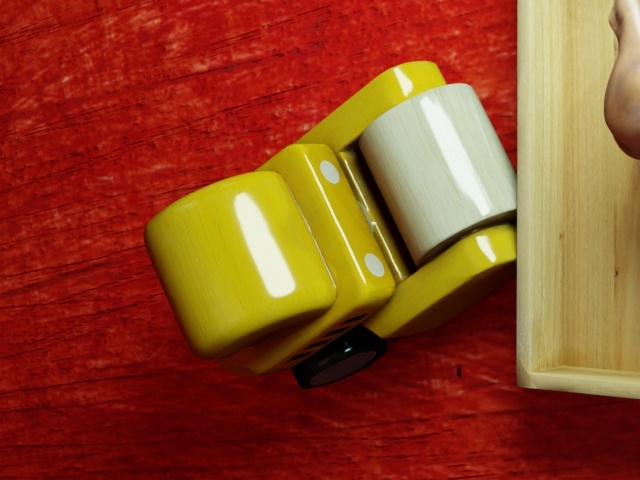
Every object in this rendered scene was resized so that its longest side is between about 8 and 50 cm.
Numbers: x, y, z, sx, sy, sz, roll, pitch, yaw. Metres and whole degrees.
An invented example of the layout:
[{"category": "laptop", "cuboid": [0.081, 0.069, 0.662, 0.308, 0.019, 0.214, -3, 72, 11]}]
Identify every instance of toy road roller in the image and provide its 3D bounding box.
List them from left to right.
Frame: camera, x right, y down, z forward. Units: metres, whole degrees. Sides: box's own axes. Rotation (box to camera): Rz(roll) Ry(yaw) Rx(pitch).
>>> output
[{"category": "toy road roller", "cuboid": [0.000, 0.000, 1.686, 0.329, 0.240, 0.203, -36, 72, 34]}]

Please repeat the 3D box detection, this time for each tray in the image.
[{"category": "tray", "cuboid": [0.267, -0.077, 1.576, 0.202, 0.076, 0.411, 3, 94, 39]}]

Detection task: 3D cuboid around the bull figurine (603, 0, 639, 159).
[{"category": "bull figurine", "cuboid": [0.336, -0.131, 1.396, 0.310, 0.101, 0.188, 3, 90, 45]}]
